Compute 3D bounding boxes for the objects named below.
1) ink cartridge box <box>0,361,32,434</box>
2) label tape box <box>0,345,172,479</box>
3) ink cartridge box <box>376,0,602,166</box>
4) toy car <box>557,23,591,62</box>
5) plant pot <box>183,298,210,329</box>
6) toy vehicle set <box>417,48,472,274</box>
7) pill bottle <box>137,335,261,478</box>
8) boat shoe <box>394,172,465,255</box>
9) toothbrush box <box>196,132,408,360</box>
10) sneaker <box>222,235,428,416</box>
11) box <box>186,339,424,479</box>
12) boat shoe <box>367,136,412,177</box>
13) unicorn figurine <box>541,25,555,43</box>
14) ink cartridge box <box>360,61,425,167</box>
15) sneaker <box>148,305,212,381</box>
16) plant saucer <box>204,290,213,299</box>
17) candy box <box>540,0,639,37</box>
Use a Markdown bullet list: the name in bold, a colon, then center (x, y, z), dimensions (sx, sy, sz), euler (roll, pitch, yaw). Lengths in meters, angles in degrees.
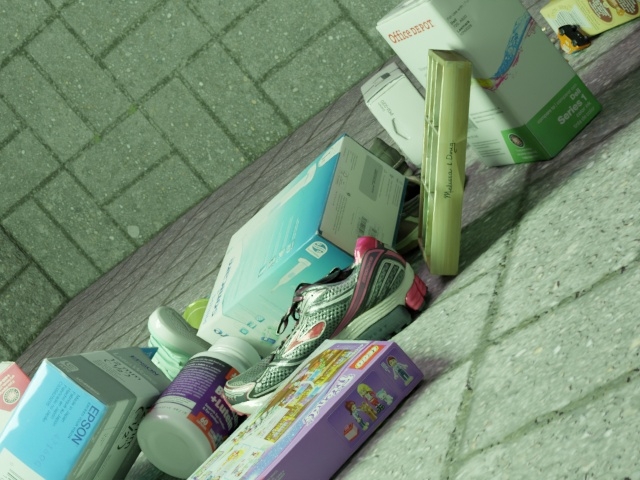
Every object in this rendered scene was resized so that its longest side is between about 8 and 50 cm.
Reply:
- **ink cartridge box**: center (-0.481, 0.337, 1.834), dimensions (0.172, 0.237, 0.100), euler (-45, 15, -24)
- **label tape box**: center (-0.313, 0.280, 1.567), dimensions (0.249, 0.115, 0.347), euler (-59, -16, 6)
- **ink cartridge box**: center (0.232, -0.247, 1.627), dimensions (0.117, 0.278, 0.201), euler (-43, 12, -12)
- **toy car**: center (0.400, -0.314, 1.915), dimensions (0.122, 0.060, 0.041), euler (-41, -23, -38)
- **plant pot**: center (-0.202, 0.157, 2.038), dimensions (0.083, 0.083, 0.079), euler (-38, 23, 12)
- **toy vehicle set**: center (0.157, -0.105, 1.476), dimensions (0.035, 0.267, 0.166), euler (2, 13, -2)
- **pill bottle**: center (-0.154, 0.218, 1.547), dimensions (0.108, 0.108, 0.193), euler (-31, 15, 39)
- **boat shoe**: center (0.151, -0.067, 1.721), dimensions (0.080, 0.073, 0.223), euler (-27, 19, 41)
- **toothbrush box**: center (-0.026, 0.024, 1.633), dimensions (0.295, 0.126, 0.216), euler (-39, 24, 38)
- **sneaker**: center (-0.009, 0.112, 1.468), dimensions (0.299, 0.112, 0.121), euler (-39, 12, 11)
- **box**: center (-0.039, 0.227, 1.262), dimensions (0.293, 0.057, 0.201), euler (-44, 11, -18)
- **boat shoe**: center (0.020, -0.076, 2.127), dimensions (0.335, 0.095, 0.112), euler (-34, 13, 30)
- **unicorn figurine**: center (0.379, -0.354, 2.148), dimensions (0.111, 0.060, 0.162), euler (-41, -5, 2)
- **ink cartridge box**: center (0.157, -0.236, 2.133), dimensions (0.092, 0.159, 0.218), euler (-38, 12, 10)
- **sneaker**: center (-0.253, 0.196, 1.828), dimensions (0.151, 0.094, 0.256), euler (-39, -19, -4)
- **plant saucer**: center (-0.181, 0.107, 2.241), dimensions (0.195, 0.037, 0.195), euler (-38, 11, 9)
- **candy box**: center (0.524, -0.439, 1.892), dimensions (0.183, 0.087, 0.316), euler (-44, 13, -20)
